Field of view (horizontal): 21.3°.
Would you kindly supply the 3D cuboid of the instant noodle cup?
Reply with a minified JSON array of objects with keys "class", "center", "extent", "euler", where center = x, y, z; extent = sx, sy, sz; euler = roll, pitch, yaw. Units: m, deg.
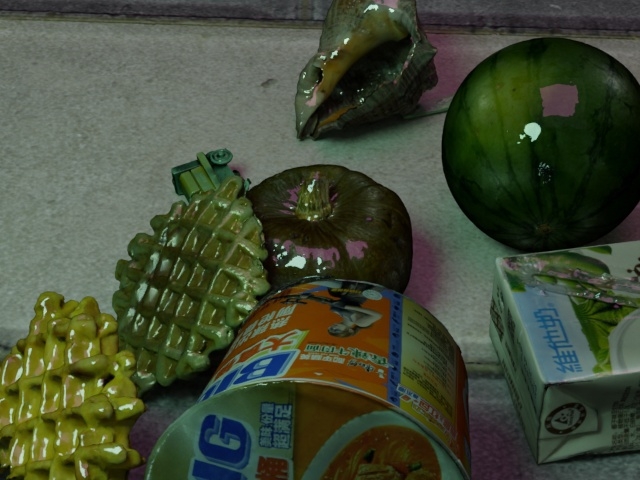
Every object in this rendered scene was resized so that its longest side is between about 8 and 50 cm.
[{"class":"instant noodle cup","center":[0.007,0.180,1.509],"extent":[0.296,0.296,0.214],"euler":[7,32,6]}]

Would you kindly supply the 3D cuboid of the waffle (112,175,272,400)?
[{"class":"waffle","center":[-0.137,0.048,1.737],"extent":[0.054,0.208,0.214],"euler":[30,34,-40]}]

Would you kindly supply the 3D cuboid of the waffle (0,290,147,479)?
[{"class":"waffle","center":[-0.248,0.182,1.514],"extent":[0.069,0.260,0.293],"euler":[20,26,-35]}]

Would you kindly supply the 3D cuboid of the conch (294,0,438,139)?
[{"class":"conch","center":[0.057,-0.213,2.080],"extent":[0.163,0.178,0.245],"euler":[43,76,-11]}]

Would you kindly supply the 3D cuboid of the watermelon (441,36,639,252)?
[{"class":"watermelon","center":[0.254,-0.106,1.890],"extent":[0.242,0.242,0.242],"euler":[1,39,-1]}]

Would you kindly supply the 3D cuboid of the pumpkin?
[{"class":"pumpkin","center":[0.000,0.000,1.809],"extent":[0.219,0.162,0.219],"euler":[-1,36,1]}]

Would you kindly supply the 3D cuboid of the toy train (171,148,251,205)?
[{"class":"toy train","center":[-0.121,-0.057,1.962],"extent":[0.081,0.050,0.122],"euler":[-23,43,-12]}]

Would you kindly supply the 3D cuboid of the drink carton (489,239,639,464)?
[{"class":"drink carton","center":[0.352,0.103,1.721],"extent":[0.324,0.132,0.194],"euler":[-6,40,-7]}]

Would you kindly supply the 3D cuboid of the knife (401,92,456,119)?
[{"class":"knife","center":[0.194,-0.182,2.157],"extent":[0.207,0.014,0.030],"euler":[-16,42,-19]}]
